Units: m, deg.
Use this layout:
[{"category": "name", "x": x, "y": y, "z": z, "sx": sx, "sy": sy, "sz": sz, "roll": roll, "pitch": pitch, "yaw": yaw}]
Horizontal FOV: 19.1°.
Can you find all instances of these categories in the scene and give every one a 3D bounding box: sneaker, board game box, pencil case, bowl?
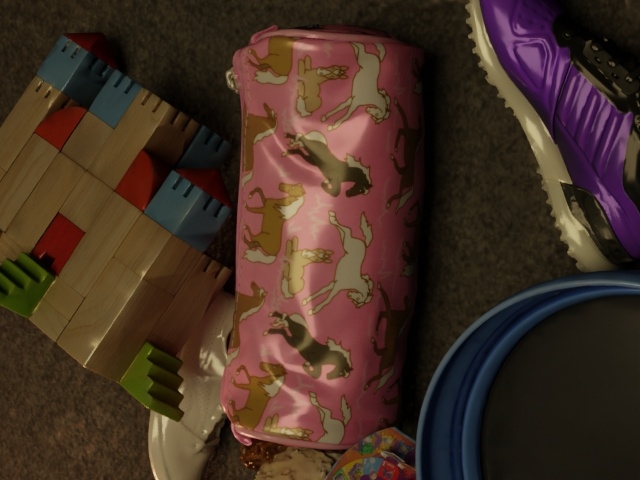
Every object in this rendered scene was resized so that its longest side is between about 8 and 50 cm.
[{"category": "sneaker", "x": -0.107, "y": 0.154, "z": 1.838, "sx": 0.094, "sy": 0.080, "sz": 0.212, "roll": 8, "pitch": 98, "yaw": 20}, {"category": "sneaker", "x": 0.235, "y": -0.126, "z": 1.576, "sx": 0.146, "sy": 0.102, "sz": 0.293, "roll": -26, "pitch": 88, "yaw": 32}, {"category": "board game box", "x": 0.075, "y": 0.250, "z": 1.672, "sx": 0.133, "sy": 0.169, "sz": 0.033, "roll": -56, "pitch": 23, "yaw": -5}, {"category": "pencil case", "x": 0.000, "y": 0.000, "z": 1.701, "sx": 0.167, "sy": 0.160, "sz": 0.386, "roll": 8, "pitch": 99, "yaw": 42}, {"category": "bowl", "x": 0.266, "y": 0.208, "z": 1.559, "sx": 0.391, "sy": 0.077, "sz": 0.391, "roll": 10, "pitch": 110, "yaw": 30}]

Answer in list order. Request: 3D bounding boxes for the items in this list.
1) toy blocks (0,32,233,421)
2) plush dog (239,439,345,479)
[{"category": "toy blocks", "x": -0.202, "y": -0.038, "z": 1.821, "sx": 0.381, "sy": 0.191, "sz": 0.261, "roll": 35, "pitch": 91, "yaw": 41}, {"category": "plush dog", "x": -0.037, "y": 0.289, "z": 1.751, "sx": 0.262, "sy": 0.210, "sz": 0.225, "roll": 38, "pitch": 86, "yaw": 23}]
